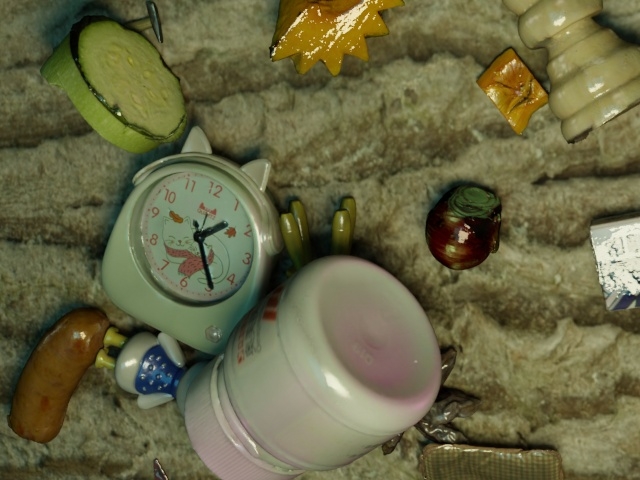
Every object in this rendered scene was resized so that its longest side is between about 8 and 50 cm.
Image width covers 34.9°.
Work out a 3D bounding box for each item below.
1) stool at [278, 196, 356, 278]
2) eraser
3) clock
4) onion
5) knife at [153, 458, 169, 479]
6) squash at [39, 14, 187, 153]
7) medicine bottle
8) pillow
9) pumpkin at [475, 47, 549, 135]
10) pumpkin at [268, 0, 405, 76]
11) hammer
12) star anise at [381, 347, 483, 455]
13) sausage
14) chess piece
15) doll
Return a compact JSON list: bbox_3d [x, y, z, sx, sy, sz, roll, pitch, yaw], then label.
[{"bbox_3d":[0.000,0.000,1.492,0.134,0.135,0.110,16,116,51],"label":"stool"},{"bbox_3d":[0.474,0.016,1.347,0.210,0.068,0.124,-12,97,22],"label":"eraser"},{"bbox_3d":[-0.177,-0.005,1.560,0.265,0.108,0.324,27,110,13],"label":"clock"},{"bbox_3d":[0.201,-0.011,1.417,0.119,0.117,0.118,22,125,35],"label":"onion"},{"bbox_3d":[-0.242,0.491,1.760,0.035,0.018,0.247,-21,93,27],"label":"knife"},{"bbox_3d":[-0.309,-0.211,1.495,0.133,0.220,0.220,-37,89,22],"label":"squash"},{"bbox_3d":[-0.020,0.195,1.413,0.256,0.256,0.325,52,130,2],"label":"medicine bottle"},{"bbox_3d":[0.254,0.347,1.508,0.211,0.034,0.135,-2,133,17],"label":"pillow"},{"bbox_3d":[0.263,-0.202,1.389,0.101,0.035,0.073,48,116,1],"label":"pumpkin"},{"bbox_3d":[0.031,-0.352,1.417,0.130,0.149,0.254,25,112,-34],"label":"pumpkin"},{"bbox_3d":[-0.334,-0.314,1.591,0.199,0.013,0.062,-12,99,23],"label":"hammer"},{"bbox_3d":[0.133,0.231,1.524,0.212,0.073,0.196,-7,103,19],"label":"star anise"},{"bbox_3d":[-0.442,0.219,1.719,0.109,0.109,0.270,37,113,8],"label":"sausage"},{"bbox_3d":[0.316,-0.267,1.305,0.143,0.143,0.261,-32,87,24],"label":"chess piece"},{"bbox_3d":[-0.229,0.224,1.639,0.293,0.119,0.138,20,93,20],"label":"doll"}]
